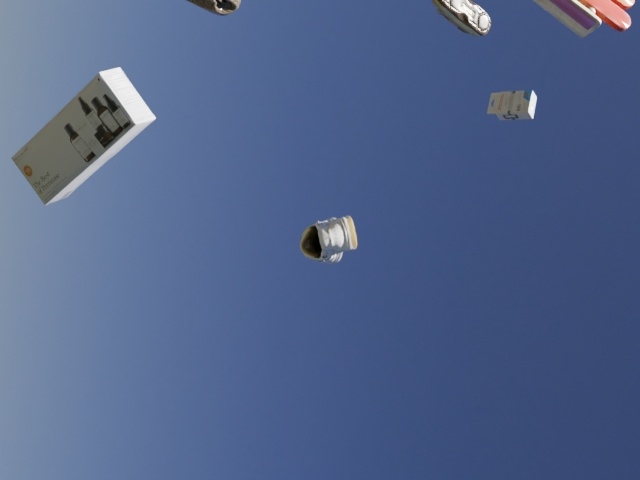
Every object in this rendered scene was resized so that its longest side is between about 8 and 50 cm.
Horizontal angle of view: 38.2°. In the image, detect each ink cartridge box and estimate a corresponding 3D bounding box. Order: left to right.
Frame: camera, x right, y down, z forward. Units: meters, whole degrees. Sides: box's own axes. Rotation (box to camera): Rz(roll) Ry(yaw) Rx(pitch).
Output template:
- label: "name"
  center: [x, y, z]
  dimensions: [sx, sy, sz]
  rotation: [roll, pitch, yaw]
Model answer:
- label: "ink cartridge box"
  center: [0.362, -0.255, 1.747]
  dimensions: [0.083, 0.028, 0.048]
  rotation: [3, -111, 33]

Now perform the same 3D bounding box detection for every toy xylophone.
- label: "toy xylophone"
  center: [0.437, -0.486, 1.577]
  dimensions: [0.323, 0.236, 0.081]
  rotation: [-66, -171, -29]

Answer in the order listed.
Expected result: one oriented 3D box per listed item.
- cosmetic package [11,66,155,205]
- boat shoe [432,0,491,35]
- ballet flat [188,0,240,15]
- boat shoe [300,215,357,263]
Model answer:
- label: "cosmetic package"
  center: [-0.375, -0.160, 1.447]
  dimensions: [0.239, 0.060, 0.099]
  rotation: [-35, -91, 29]
- label: "boat shoe"
  center: [0.254, -0.469, 1.840]
  dimensions: [0.072, 0.190, 0.068]
  rotation: [6, -120, 56]
- label: "ballet flat"
  center: [-0.238, -0.420, 1.436]
  dimensions: [0.084, 0.250, 0.058]
  rotation: [-65, -162, 2]
- label: "boat shoe"
  center: [0.000, 0.000, 2.006]
  dimensions: [0.277, 0.096, 0.098]
  rotation: [140, -62, -75]
